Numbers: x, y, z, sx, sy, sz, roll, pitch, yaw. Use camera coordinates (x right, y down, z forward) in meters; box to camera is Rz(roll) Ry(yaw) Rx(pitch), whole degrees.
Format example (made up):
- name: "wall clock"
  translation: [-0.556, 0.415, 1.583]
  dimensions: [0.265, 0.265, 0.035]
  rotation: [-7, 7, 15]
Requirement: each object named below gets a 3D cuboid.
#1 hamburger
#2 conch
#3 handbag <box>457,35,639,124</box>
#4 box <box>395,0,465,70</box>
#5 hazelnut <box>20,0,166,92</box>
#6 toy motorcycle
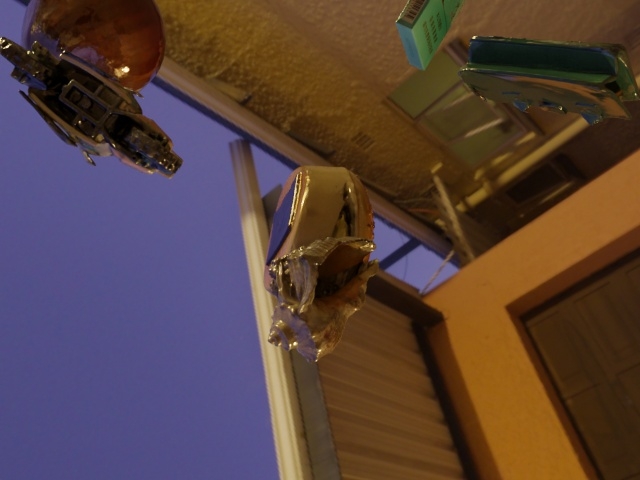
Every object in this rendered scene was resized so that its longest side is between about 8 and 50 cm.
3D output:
- name: "hamburger"
  translation: [0.000, 0.000, 1.128]
  dimensions: [0.176, 0.300, 0.300]
  rotation: [13, -142, -13]
- name: "conch"
  translation: [0.007, 0.073, 0.903]
  dimensions: [0.245, 0.178, 0.163]
  rotation: [-32, -107, -33]
- name: "handbag"
  translation: [0.472, -0.330, 1.221]
  dimensions: [0.326, 0.089, 0.238]
  rotation: [19, -179, 39]
- name: "box"
  translation: [0.219, -0.439, 1.037]
  dimensions: [0.041, 0.229, 0.162]
  rotation: [31, -179, 19]
- name: "hazelnut"
  translation: [-0.620, -0.542, 1.562]
  dimensions: [0.359, 0.409, 0.359]
  rotation: [24, -126, -37]
- name: "toy motorcycle"
  translation: [-0.278, -0.160, 0.756]
  dimensions: [0.239, 0.108, 0.204]
  rotation: [51, 174, -6]
